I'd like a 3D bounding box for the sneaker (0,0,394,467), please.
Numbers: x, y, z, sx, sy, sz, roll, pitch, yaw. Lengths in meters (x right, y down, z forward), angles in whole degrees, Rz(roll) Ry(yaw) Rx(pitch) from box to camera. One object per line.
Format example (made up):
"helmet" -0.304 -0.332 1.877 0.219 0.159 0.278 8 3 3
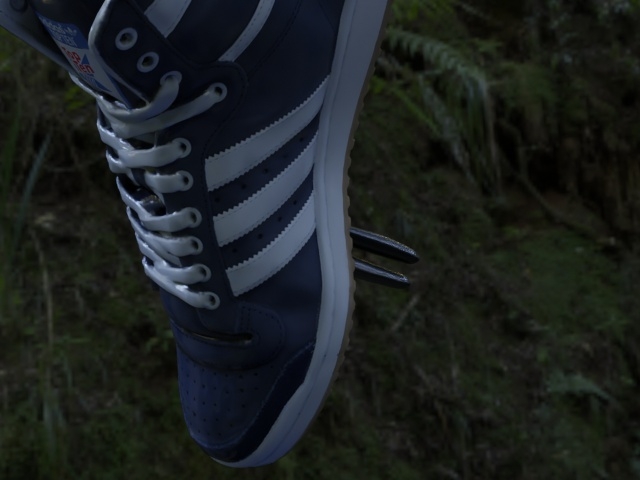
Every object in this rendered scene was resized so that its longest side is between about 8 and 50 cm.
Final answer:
"sneaker" -0.060 -0.030 0.451 0.099 0.282 0.153 21 17 41

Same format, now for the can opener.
"can opener" 0.000 0.000 0.993 0.186 0.059 0.073 25 8 -7
